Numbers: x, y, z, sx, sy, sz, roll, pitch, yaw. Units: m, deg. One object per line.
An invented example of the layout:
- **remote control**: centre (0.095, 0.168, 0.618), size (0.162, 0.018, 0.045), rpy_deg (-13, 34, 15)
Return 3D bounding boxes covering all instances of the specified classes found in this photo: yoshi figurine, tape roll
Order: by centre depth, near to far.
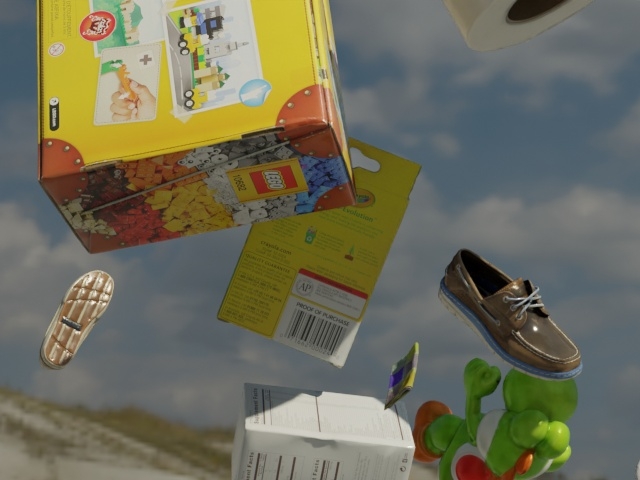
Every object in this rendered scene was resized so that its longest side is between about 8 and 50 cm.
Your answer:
- **tape roll**: centre (0.251, -0.374, 1.725), size (0.246, 0.169, 0.246), rpy_deg (-26, -13, -6)
- **yoshi figurine**: centre (0.281, 0.274, 2.070), size (0.204, 0.203, 0.362), rpy_deg (-6, -12, -22)

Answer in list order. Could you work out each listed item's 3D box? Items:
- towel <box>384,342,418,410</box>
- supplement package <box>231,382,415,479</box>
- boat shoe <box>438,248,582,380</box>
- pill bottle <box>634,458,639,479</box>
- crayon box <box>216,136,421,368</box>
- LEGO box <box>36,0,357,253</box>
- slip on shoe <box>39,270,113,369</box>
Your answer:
- **towel**: centre (0.104, 0.174, 1.753), size (0.009, 0.083, 0.060), rpy_deg (31, -48, -13)
- **supplement package**: centre (-0.001, 0.307, 1.993), size (0.244, 0.133, 0.139), rpy_deg (8, 22, -6)
- **boat shoe**: centre (0.191, 0.073, 1.390), size (0.066, 0.066, 0.183), rpy_deg (-26, 47, -37)
- **pill bottle**: centre (0.424, 0.317, 1.453), size (0.124, 0.124, 0.221), rpy_deg (-9, -63, 37)
- **crayon box**: centre (0.000, 0.000, 2.003), size (0.202, 0.318, 0.081), rpy_deg (22, 7, -1)
- **LEGO box**: centre (-0.173, -0.270, 1.840), size (0.373, 0.500, 0.193), rpy_deg (-10, -30, 6)
- **slip on shoe**: centre (-0.290, 0.095, 1.616), size (0.051, 0.135, 0.041), rpy_deg (31, -30, -15)
